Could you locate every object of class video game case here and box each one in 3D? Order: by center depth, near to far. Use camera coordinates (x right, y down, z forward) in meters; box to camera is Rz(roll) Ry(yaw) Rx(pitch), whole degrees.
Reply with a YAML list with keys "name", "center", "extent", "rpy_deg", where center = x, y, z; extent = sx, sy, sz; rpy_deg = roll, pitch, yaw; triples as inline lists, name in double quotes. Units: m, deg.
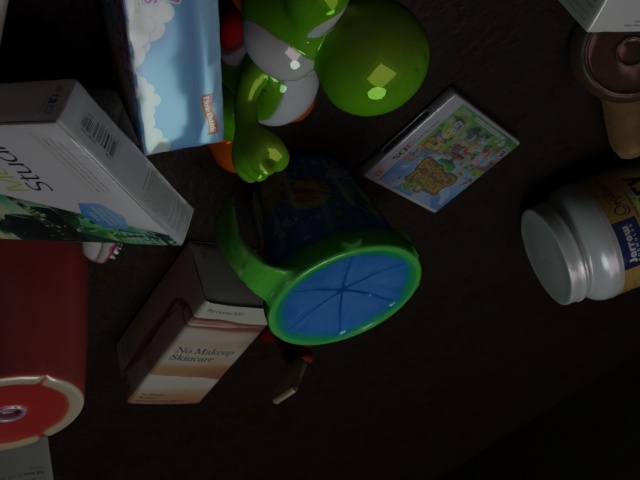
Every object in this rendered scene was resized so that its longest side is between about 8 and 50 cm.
- name: "video game case"
  center: [0.198, -0.138, 1.227]
  extent: [0.193, 0.023, 0.212]
  rpy_deg: [-41, 142, 24]

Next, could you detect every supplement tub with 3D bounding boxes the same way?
- name: "supplement tub"
  center: [0.563, -0.023, 1.413]
  extent: [0.316, 0.228, 0.228]
  rpy_deg: [-21, 146, -4]

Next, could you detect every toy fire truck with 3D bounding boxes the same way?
- name: "toy fire truck"
  center: [-0.025, 0.141, 1.276]
  extent: [0.158, 0.246, 0.217]
  rpy_deg: [11, 134, -40]

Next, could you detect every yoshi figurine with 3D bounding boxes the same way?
- name: "yoshi figurine"
  center: [-0.010, -0.167, 0.791]
  extent: [0.203, 0.204, 0.362]
  rpy_deg: [-2, 171, -19]

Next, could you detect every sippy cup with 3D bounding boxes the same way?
- name: "sippy cup"
  center: [0.000, 0.000, 1.121]
  extent: [0.240, 0.224, 0.305]
  rpy_deg: [-28, 146, 5]

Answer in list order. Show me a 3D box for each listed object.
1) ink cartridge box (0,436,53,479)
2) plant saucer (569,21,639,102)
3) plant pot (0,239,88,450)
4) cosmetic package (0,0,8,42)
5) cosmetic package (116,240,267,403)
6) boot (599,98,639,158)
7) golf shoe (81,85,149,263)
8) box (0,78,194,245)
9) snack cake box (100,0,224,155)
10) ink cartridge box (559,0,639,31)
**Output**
- name: "ink cartridge box"
  center: [-0.509, 0.377, 1.218]
  extent: [0.119, 0.353, 0.207]
  rpy_deg: [-2, 140, -29]
- name: "plant saucer"
  center: [0.449, -0.277, 1.092]
  extent: [0.168, 0.029, 0.168]
  rpy_deg: [7, 119, 12]
- name: "plant pot"
  center: [-0.439, 0.135, 1.032]
  extent: [0.275, 0.243, 0.275]
  rpy_deg: [-16, 146, -11]
- name: "cosmetic package"
  center: [-0.336, -0.294, 0.628]
  extent: [0.160, 0.113, 0.309]
  rpy_deg: [1, 138, -31]
- name: "cosmetic package"
  center: [-0.213, 0.148, 1.281]
  extent: [0.153, 0.129, 0.296]
  rpy_deg: [9, 134, -37]
- name: "boot"
  center: [0.559, -0.260, 1.225]
  extent: [0.236, 0.089, 0.269]
  rpy_deg: [-24, 147, 24]
- name: "golf shoe"
  center: [-0.290, -0.086, 0.966]
  extent: [0.140, 0.115, 0.306]
  rpy_deg: [20, 138, -10]
- name: "box"
  center: [-0.332, -0.075, 0.827]
  extent: [0.322, 0.058, 0.232]
  rpy_deg: [3, 152, 25]
- name: "snack cake box"
  center: [-0.161, -0.236, 0.733]
  extent: [0.089, 0.152, 0.264]
  rpy_deg: [-14, 134, -18]
- name: "ink cartridge box"
  center: [0.380, -0.386, 0.866]
  extent: [0.168, 0.171, 0.233]
  rpy_deg: [-7, 142, -22]
